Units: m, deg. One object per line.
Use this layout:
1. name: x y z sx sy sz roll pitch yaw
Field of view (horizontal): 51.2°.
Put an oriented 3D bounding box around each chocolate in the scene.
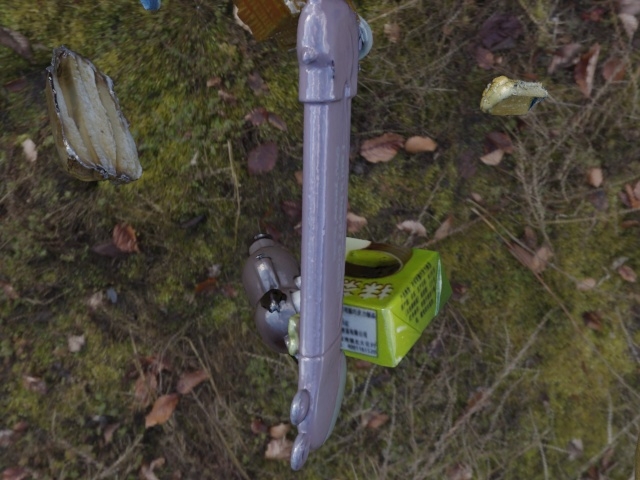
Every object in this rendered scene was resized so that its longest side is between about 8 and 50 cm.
1. chocolate: 0.095 0.117 1.461 0.301 0.289 0.137 8 122 33

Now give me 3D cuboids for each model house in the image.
1. model house: -0.064 -0.483 1.294 0.220 0.229 0.199 -25 84 12

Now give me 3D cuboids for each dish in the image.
1. dish: 0.053 -0.494 1.672 0.141 0.078 0.141 13 136 13

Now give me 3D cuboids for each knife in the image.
1. knife: -0.001 0.000 0.551 0.038 0.132 0.398 8 109 16

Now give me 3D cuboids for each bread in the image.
1. bread: 0.312 -0.236 1.096 0.106 0.053 0.072 -4 155 -34

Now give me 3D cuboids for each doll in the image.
1. doll: -0.074 0.104 1.218 0.117 0.257 0.182 -27 132 -3

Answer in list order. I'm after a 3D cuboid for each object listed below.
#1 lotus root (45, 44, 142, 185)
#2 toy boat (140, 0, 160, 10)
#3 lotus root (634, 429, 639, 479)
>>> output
1. lotus root: -0.425 -0.217 1.184 0.078 0.329 0.167 -38 144 21
2. toy boat: -0.313 -0.505 1.245 0.034 0.105 0.149 7 78 9
3. lotus root: 0.344 0.191 0.540 0.183 0.309 0.182 -2 151 -1
